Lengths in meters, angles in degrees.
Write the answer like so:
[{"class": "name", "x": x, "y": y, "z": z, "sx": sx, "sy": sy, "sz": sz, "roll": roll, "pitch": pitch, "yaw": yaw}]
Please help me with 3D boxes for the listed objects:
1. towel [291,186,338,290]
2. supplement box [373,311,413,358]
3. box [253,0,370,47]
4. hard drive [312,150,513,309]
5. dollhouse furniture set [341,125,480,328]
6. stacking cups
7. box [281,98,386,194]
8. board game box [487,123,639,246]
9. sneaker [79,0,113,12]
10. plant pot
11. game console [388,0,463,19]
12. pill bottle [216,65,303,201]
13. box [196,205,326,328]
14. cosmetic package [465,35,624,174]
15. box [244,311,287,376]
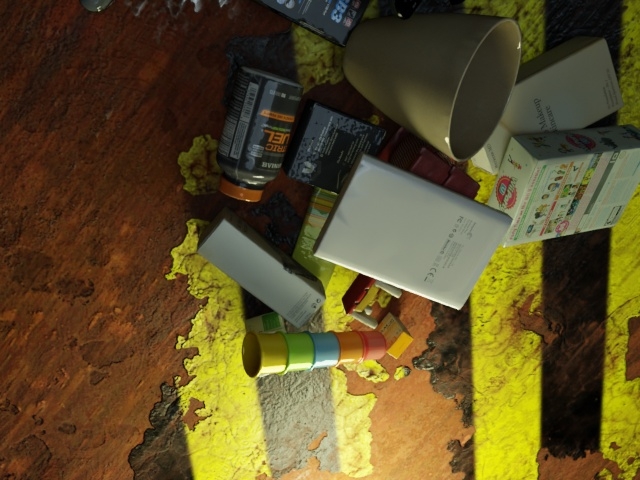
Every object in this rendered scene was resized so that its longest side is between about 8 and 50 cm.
[{"class": "towel", "x": 0.000, "y": 0.000, "z": 1.415, "sx": 0.102, "sy": 0.021, "sz": 0.237, "roll": 17, "pitch": 105, "yaw": -10}, {"class": "supplement box", "x": 0.164, "y": 0.214, "z": 1.471, "sx": 0.036, "sy": 0.098, "sz": 0.062, "roll": 35, "pitch": 98, "yaw": -22}, {"class": "box", "x": -0.017, "y": -0.556, "z": 1.196, "sx": 0.293, "sy": 0.073, "sz": 0.295, "roll": 22, "pitch": 103, "yaw": -17}, {"class": "hard drive", "x": 0.173, "y": -0.012, "z": 1.220, "sx": 0.318, "sy": 0.040, "sz": 0.210, "roll": 21, "pitch": 109, "yaw": -15}, {"class": "dollhouse furniture set", "x": 0.139, "y": -0.037, "z": 1.338, "sx": 0.152, "sy": 0.201, "sz": 0.374, "roll": 30, "pitch": 107, "yaw": -18}, {"class": "stacking cups", "x": -0.008, "y": 0.232, "z": 1.370, "sx": 0.316, "sy": 0.096, "sz": 0.096, "roll": 2, "pitch": 109, "yaw": -33}, {"class": "box", "x": 0.024, "y": -0.185, "z": 1.316, "sx": 0.158, "sy": 0.093, "sz": 0.156, "roll": 18, "pitch": 104, "yaw": -17}, {"class": "board game box", "x": 0.515, "y": -0.117, "z": 1.355, "sx": 0.303, "sy": 0.097, "sz": 0.224, "roll": -9, "pitch": 133, "yaw": -21}, {"class": "sneaker", "x": -0.372, "y": -0.509, "z": 1.133, "sx": 0.083, "sy": 0.098, "sz": 0.224, "roll": 24, "pitch": 102, "yaw": -17}, {"class": "plant pot", "x": 0.185, "y": -0.312, "z": 1.201, "sx": 0.256, "sy": 0.274, "sz": 0.256, "roll": -39, "pitch": 143, "yaw": -37}, {"class": "game console", "x": 0.193, "y": -0.494, "z": 1.144, "sx": 0.044, "sy": 0.361, "sz": 0.213, "roll": -8, "pitch": 126, "yaw": 39}, {"class": "pill bottle", "x": -0.127, "y": -0.202, "z": 1.264, "sx": 0.130, "sy": 0.130, "sz": 0.246, "roll": 14, "pitch": 106, "yaw": -14}, {"class": "box", "x": -0.121, "y": 0.056, "z": 1.352, "sx": 0.275, "sy": 0.113, "sz": 0.094, "roll": 39, "pitch": 99, "yaw": -17}, {"class": "cosmetic package", "x": 0.448, "y": -0.283, "z": 1.351, "sx": 0.309, "sy": 0.113, "sz": 0.160, "roll": -29, "pitch": 112, "yaw": -1}, {"class": "box", "x": -0.112, "y": 0.224, "z": 1.423, "sx": 0.087, "sy": 0.101, "sz": 0.102, "roll": -17, "pitch": 109, "yaw": -4}]
